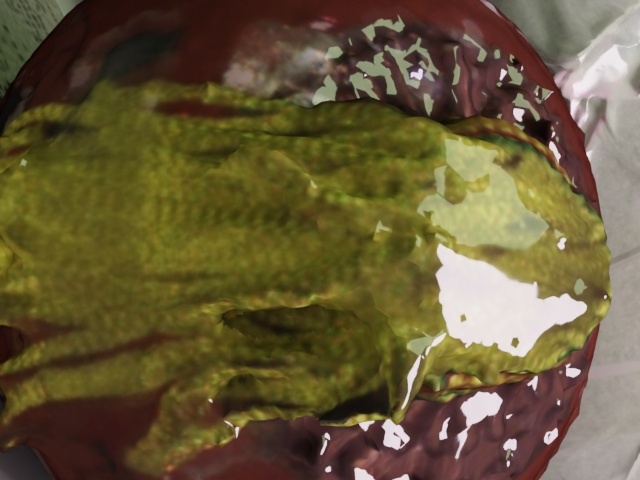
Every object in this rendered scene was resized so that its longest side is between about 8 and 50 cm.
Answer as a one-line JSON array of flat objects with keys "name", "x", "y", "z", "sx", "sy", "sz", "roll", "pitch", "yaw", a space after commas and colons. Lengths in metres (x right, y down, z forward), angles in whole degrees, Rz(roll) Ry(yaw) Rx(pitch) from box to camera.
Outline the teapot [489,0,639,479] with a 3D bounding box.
[{"name": "teapot", "x": 0.089, "y": -0.028, "z": 0.560, "sx": 0.221, "sy": 0.163, "sz": 0.178, "roll": -31, "pitch": 120, "yaw": -52}]

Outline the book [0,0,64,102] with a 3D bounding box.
[{"name": "book", "x": -0.101, "y": -0.053, "z": 0.436, "sx": 0.118, "sy": 0.012, "sz": 0.172, "roll": 62, "pitch": 17, "yaw": 6}]

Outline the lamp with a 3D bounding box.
[{"name": "lamp", "x": 0.003, "y": 0.004, "z": 0.397, "sx": 0.156, "sy": 0.135, "sz": 0.157, "roll": 47, "pitch": 56, "yaw": -22}]
